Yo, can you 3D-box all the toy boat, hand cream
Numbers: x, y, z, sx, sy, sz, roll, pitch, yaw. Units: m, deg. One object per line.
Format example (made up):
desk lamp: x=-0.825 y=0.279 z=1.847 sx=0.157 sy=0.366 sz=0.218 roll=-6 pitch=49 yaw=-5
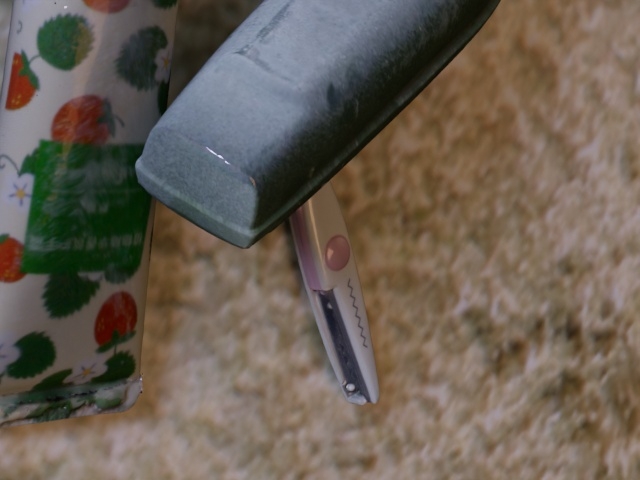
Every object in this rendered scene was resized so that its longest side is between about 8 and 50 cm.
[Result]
toy boat: x=0.017 y=-0.087 z=0.702 sx=0.260 sy=0.078 sz=0.085 roll=-49 pitch=163 yaw=-38
hand cream: x=-0.092 y=-0.059 z=0.636 sx=0.095 sy=0.059 sz=0.276 roll=-4 pitch=107 yaw=-45

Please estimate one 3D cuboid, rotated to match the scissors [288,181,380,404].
scissors: x=0.000 y=0.000 z=0.754 sx=0.085 sy=0.022 sz=0.176 roll=-33 pitch=117 yaw=-39
